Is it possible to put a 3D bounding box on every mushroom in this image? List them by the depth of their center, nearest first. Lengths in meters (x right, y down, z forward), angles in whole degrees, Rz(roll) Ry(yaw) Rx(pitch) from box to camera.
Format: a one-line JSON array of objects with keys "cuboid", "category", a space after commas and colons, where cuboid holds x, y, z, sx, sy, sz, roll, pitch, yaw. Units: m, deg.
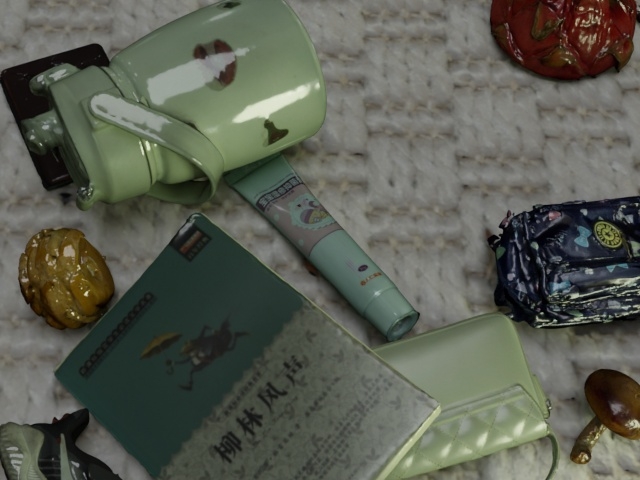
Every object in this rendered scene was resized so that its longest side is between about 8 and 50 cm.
[{"cuboid": [0.334, 0.206, 1.057, 0.088, 0.073, 0.129, 42, 65, -10], "category": "mushroom"}]

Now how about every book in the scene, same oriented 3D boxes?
[{"cuboid": [-0.092, 0.167, 1.024, 0.379, 0.031, 0.264, 37, 81, 23], "category": "book"}]

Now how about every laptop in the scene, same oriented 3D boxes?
[{"cuboid": [-0.338, -0.174, 1.267, 0.154, 0.026, 0.207, -22, 65, -17], "category": "laptop"}]

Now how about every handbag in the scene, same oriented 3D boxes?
[{"cuboid": [0.140, 0.212, 1.045, 0.256, 0.079, 0.219, -14, 70, -11], "category": "handbag"}, {"cuboid": [0.341, 0.029, 1.136, 0.260, 0.113, 0.162, -3, 67, -13], "category": "handbag"}]

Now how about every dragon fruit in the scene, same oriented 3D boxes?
[{"cuboid": [0.368, -0.355, 1.332, 0.224, 0.148, 0.218, 27, 62, 12], "category": "dragon fruit"}]

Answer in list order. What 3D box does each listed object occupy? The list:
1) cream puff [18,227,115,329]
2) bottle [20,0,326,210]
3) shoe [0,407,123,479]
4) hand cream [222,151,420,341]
[{"cuboid": [-0.305, 0.043, 1.097, 0.104, 0.119, 0.133, -30, 37, 1], "category": "cream puff"}, {"cuboid": [-0.182, -0.156, 1.146, 0.352, 0.229, 0.229, -27, 65, -22], "category": "bottle"}, {"cuboid": [-0.258, 0.274, 0.979, 0.112, 0.099, 0.227, -28, 64, -25], "category": "shoe"}, {"cuboid": [0.000, 0.000, 1.169, 0.085, 0.058, 0.331, -35, 57, -14], "category": "hand cream"}]
